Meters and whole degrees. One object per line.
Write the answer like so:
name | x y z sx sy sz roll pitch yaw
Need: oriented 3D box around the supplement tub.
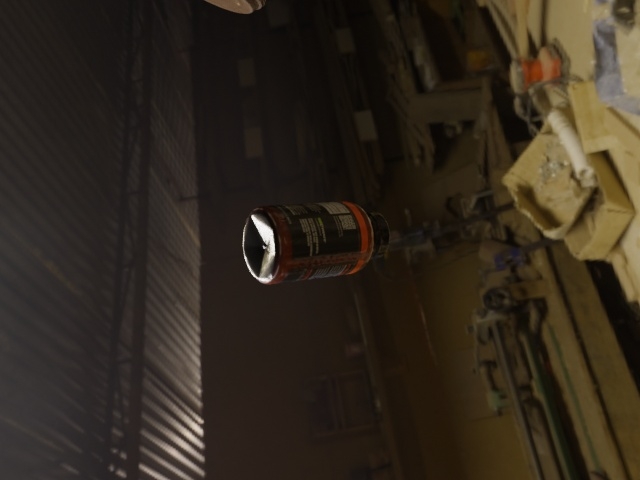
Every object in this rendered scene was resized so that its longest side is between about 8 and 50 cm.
supplement tub | 0.000 0.000 0.945 0.106 0.197 0.106 9 102 55

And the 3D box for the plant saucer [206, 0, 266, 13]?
plant saucer | -0.264 -0.617 1.643 0.278 0.277 0.041 -45 -22 -87
